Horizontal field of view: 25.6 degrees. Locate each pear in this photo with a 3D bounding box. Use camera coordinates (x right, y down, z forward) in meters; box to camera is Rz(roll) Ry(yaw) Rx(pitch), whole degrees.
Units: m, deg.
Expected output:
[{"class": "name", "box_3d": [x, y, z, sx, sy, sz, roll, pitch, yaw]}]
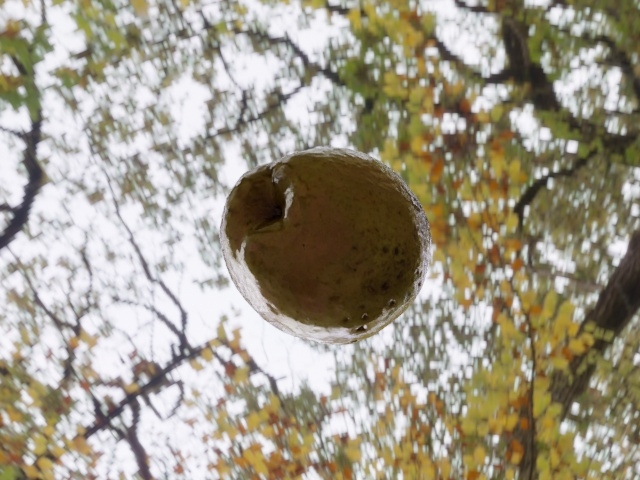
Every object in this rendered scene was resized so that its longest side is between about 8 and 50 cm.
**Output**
[{"class": "pear", "box_3d": [0.000, 0.000, 1.170, 0.178, 0.178, 0.178, -2, -114, 4]}]
